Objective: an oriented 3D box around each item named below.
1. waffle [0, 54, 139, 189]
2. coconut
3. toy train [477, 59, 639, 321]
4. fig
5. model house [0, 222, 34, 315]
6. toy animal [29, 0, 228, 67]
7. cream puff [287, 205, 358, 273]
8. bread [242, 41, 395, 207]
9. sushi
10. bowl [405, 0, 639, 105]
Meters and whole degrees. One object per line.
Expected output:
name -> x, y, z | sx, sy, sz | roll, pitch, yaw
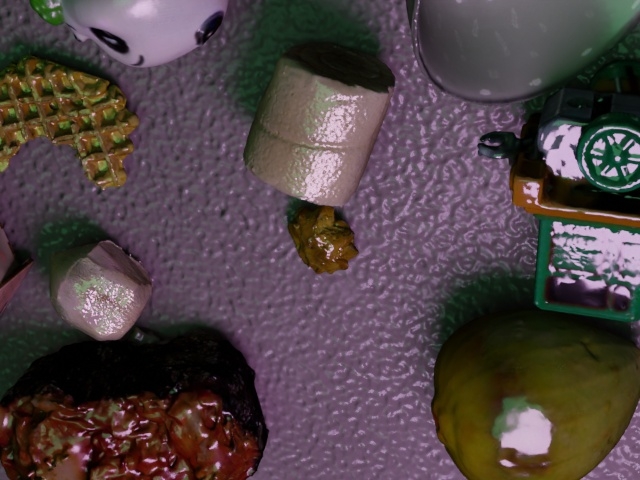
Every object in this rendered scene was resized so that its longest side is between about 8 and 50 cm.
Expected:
waffle -> -0.304, -0.129, 1.732 | 0.194, 0.051, 0.149 | 20, 106, 4
coconut -> -0.260, 0.051, 1.756 | 0.124, 0.110, 0.110 | 36, 112, -7
toy train -> 0.371, -0.033, 1.558 | 0.429, 0.178, 0.249 | 8, 119, 10
fig -> 0.235, 0.177, 1.636 | 0.230, 0.207, 0.207 | 0, 108, 13
model house -> -0.502, 0.062, 1.780 | 0.326, 0.169, 0.244 | -20, 105, 17
toy animal -> -0.213, -0.307, 1.557 | 0.212, 0.212, 0.267 | -7, 115, 14
cream puff -> 0.000, 0.000, 1.705 | 0.083, 0.058, 0.083 | 0, 110, 14
bread -> -0.002, -0.129, 1.614 | 0.134, 0.148, 0.141 | 16, 111, -10
sushi -> -0.236, 0.211, 1.765 | 0.343, 0.182, 0.196 | -8, 100, 12
bowl -> 0.196, -0.310, 1.479 | 0.337, 0.337, 0.157 | -52, 52, 22
